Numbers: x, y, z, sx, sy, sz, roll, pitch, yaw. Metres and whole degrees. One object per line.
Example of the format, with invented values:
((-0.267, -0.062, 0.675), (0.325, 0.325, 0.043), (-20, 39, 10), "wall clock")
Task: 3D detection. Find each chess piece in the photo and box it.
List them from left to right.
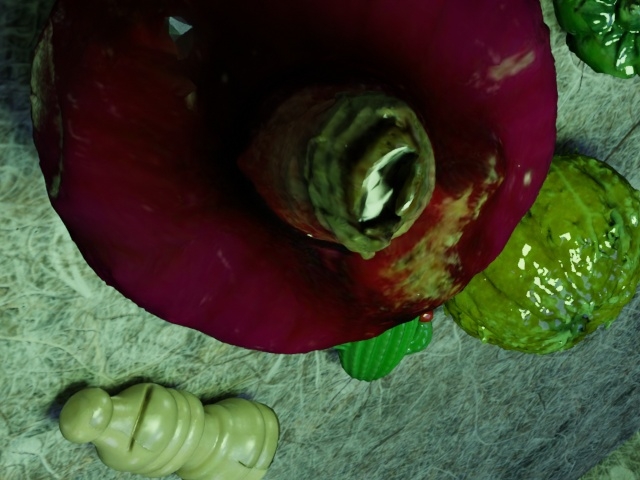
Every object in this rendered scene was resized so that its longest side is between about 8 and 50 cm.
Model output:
((-0.193, 0.235, 1.280), (0.138, 0.124, 0.307), (-12, 157, 33), "chess piece")

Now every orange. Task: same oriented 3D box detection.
((0.301, 0.033, 1.406), (0.300, 0.223, 0.301), (-36, 149, 6), "orange")

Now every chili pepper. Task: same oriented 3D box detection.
((0.352, -0.270, 1.107), (0.385, 0.213, 0.167), (-32, 125, -62), "chili pepper")

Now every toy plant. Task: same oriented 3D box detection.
((0.069, 0.093, 1.376), (0.154, 0.088, 0.240), (-21, 139, -1), "toy plant")

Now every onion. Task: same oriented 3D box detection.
((0.000, -0.068, 0.746), (0.398, 0.420, 0.398), (-6, 117, -12), "onion")
